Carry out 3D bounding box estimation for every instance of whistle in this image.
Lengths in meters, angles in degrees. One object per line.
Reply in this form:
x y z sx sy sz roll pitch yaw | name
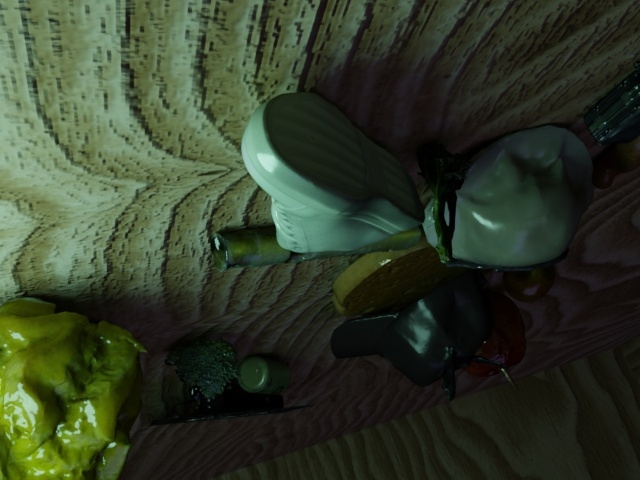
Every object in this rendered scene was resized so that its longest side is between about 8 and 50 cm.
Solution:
0.000 -0.001 1.023 0.326 0.057 0.068 -8 -162 -29 | whistle

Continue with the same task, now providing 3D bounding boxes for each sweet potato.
0.497 -0.139 1.146 0.055 0.058 0.202 -36 161 -20 | sweet potato

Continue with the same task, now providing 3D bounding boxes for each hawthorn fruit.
0.412 0.257 1.705 0.207 0.243 0.207 -20 157 -9 | hawthorn fruit

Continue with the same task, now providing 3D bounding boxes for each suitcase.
0.439 -0.188 0.986 0.086 0.059 0.126 -6 155 -29 | suitcase

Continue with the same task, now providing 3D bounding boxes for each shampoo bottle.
-0.114 0.302 1.559 0.079 0.079 0.162 -29 156 17 | shampoo bottle

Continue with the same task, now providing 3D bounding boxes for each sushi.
-0.217 0.373 1.611 0.343 0.064 0.359 -2 165 -16 | sushi

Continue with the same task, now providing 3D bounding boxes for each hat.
0.199 0.218 1.341 0.336 0.209 0.238 -27 160 16 | hat

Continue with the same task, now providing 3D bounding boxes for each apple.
0.461 0.083 1.548 0.114 0.099 0.102 -29 154 25 | apple

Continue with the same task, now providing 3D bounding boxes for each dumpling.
0.299 -0.046 1.049 0.293 0.163 0.204 -6 155 -18 | dumpling

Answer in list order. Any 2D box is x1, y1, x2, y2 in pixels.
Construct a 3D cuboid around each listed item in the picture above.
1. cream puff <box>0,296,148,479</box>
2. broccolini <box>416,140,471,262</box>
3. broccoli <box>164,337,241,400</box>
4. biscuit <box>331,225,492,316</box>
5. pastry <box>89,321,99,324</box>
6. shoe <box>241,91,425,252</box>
-0.377 0.202 0.885 0.324 0.291 0.257 37 105 -23 | cream puff
0.160 -0.052 0.875 0.074 0.201 0.058 10 128 -7 | broccolini
-0.212 0.237 1.331 0.122 0.118 0.204 -30 174 -6 | broccoli
0.174 0.055 1.289 0.312 0.057 0.351 -32 155 26 | biscuit
-0.365 0.166 1.075 0.109 0.057 0.097 -11 153 -26 | pastry
-0.014 -0.056 0.813 0.160 0.132 0.363 -26 161 23 | shoe
